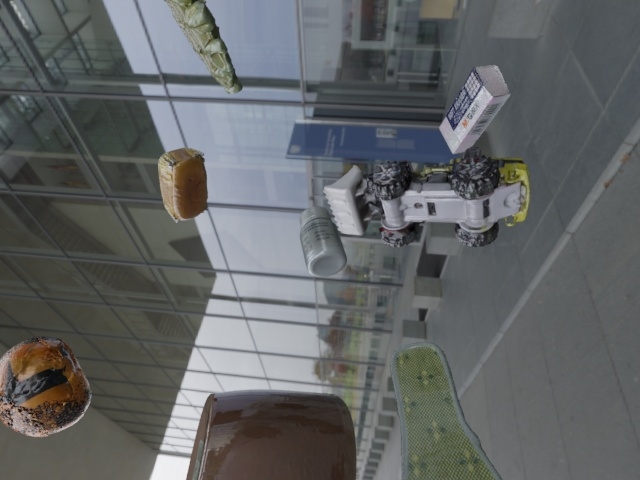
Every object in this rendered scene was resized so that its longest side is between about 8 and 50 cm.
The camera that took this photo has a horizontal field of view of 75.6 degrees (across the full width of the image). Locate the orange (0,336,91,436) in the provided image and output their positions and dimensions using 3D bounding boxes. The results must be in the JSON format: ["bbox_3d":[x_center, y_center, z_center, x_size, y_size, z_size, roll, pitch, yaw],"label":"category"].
[{"bbox_3d":[-0.658,0.346,0.983,0.182,0.234,0.235,-41,-29,-25],"label":"orange"}]

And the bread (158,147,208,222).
[{"bbox_3d":[-0.448,-0.180,1.367,0.136,0.107,0.241,-28,-34,-36],"label":"bread"}]

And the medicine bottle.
[{"bbox_3d":[0.000,0.000,0.817,0.080,0.080,0.130,88,169,-49],"label":"medicine bottle"}]

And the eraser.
[{"bbox_3d":[0.496,-0.420,1.357,0.287,0.086,0.131,106,150,-63],"label":"eraser"}]

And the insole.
[{"bbox_3d":[0.138,0.235,0.469,0.322,0.109,0.007,-90,-14,-58],"label":"insole"}]

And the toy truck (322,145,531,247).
[{"bbox_3d":[0.154,-0.067,0.616,0.136,0.285,0.111,67,-146,-42],"label":"toy truck"}]

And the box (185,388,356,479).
[{"bbox_3d":[-0.093,0.371,0.638,0.301,0.216,0.301,-164,90,-76],"label":"box"}]

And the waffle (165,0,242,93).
[{"bbox_3d":[-0.245,-0.426,0.760,0.309,0.056,0.292,57,176,7],"label":"waffle"}]
